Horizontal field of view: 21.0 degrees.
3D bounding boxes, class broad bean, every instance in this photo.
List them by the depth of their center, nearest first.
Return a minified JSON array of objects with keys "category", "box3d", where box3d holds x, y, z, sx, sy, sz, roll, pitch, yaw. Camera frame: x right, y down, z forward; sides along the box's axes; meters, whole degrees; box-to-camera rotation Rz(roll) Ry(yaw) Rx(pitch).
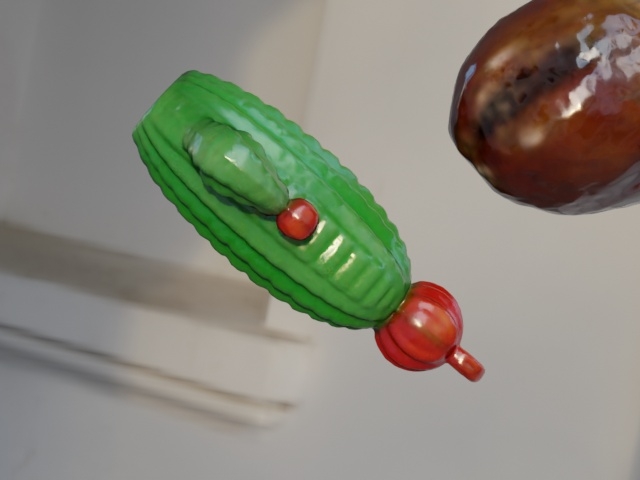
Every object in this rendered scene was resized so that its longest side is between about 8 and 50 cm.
[{"category":"broad bean","box3d":[0.172,-0.077,0.980,0.228,0.156,0.122,-2,52,-45]}]

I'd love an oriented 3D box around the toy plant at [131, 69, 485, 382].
[{"category":"toy plant","box3d":[-0.009,-0.007,1.024,0.240,0.088,0.154,40,-2,-30]}]
